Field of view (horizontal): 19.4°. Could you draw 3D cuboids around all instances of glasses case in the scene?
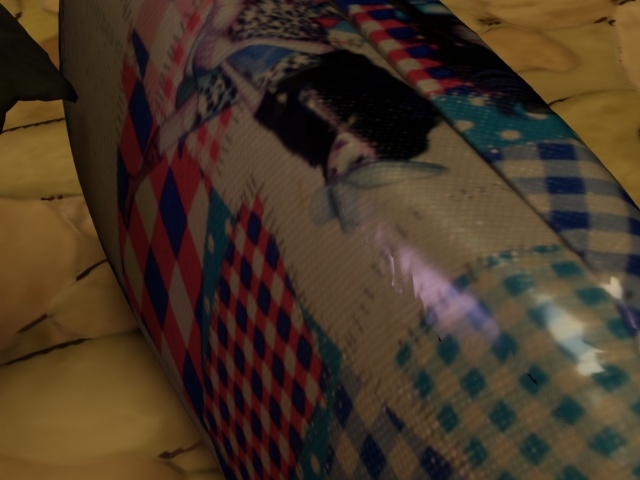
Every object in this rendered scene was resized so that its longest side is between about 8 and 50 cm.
[{"bbox_3d":[0.000,0.000,0.441,0.076,0.125,0.327,-11,32,-18],"label":"glasses case"}]

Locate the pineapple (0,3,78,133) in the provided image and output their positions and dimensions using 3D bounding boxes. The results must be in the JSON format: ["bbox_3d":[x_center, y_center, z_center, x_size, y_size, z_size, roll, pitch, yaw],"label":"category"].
[{"bbox_3d":[-0.229,-0.086,0.542,0.362,0.202,0.202,24,42,37],"label":"pineapple"}]
